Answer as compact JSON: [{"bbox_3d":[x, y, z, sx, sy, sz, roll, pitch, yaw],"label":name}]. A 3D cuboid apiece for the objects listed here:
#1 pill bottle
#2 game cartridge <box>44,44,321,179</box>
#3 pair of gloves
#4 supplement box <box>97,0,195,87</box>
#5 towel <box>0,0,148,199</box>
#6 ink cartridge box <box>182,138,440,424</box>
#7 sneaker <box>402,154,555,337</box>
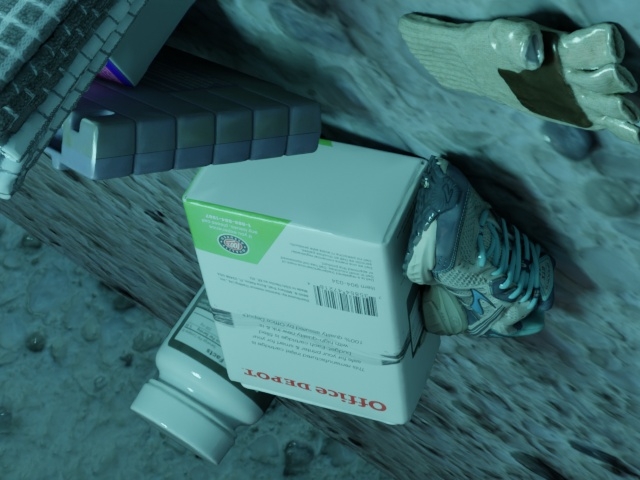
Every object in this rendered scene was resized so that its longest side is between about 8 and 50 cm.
[{"bbox_3d":[-0.111,0.137,1.771,0.161,0.283,0.161,31,166,9],"label":"pill bottle"},{"bbox_3d":[-0.189,-0.129,1.212,0.230,0.068,0.355,-5,-160,-39],"label":"game cartridge"},{"bbox_3d":[0.092,-0.150,0.857,0.204,0.042,0.240,20,160,44],"label":"pair of gloves"},{"bbox_3d":[-0.225,-0.225,1.162,0.220,0.111,0.114,22,163,39],"label":"supplement box"},{"bbox_3d":[-0.232,-0.205,0.890,0.235,0.284,0.121,32,165,2],"label":"towel"},{"bbox_3d":[0.000,0.036,1.300,0.198,0.115,0.273,13,141,18],"label":"ink cartridge box"},{"bbox_3d":[0.150,0.011,1.208,0.122,0.110,0.283,10,162,16],"label":"sneaker"}]
